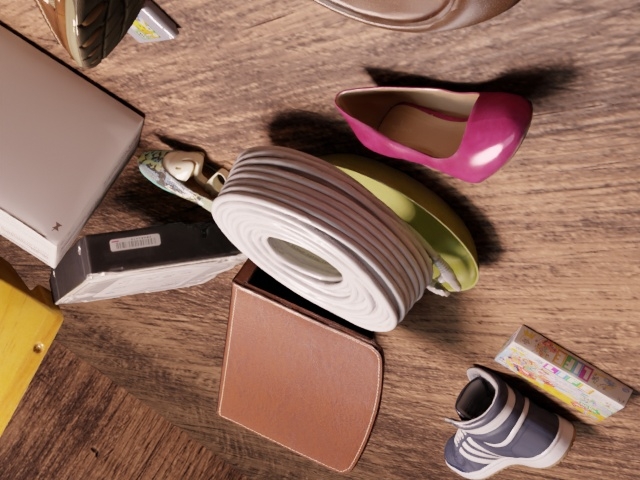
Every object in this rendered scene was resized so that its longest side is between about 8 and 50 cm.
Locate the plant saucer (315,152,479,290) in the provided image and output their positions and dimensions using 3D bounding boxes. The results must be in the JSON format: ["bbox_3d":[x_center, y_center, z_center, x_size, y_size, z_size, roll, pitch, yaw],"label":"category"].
[{"bbox_3d":[0.078,-0.027,1.558,0.241,0.037,0.241,29,161,11],"label":"plant saucer"}]

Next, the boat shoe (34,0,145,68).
[{"bbox_3d":[-0.232,-0.287,1.277,0.120,0.122,0.324,33,155,13],"label":"boat shoe"}]

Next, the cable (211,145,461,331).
[{"bbox_3d":[0.000,0.000,1.549,0.257,0.089,0.257,11,153,47],"label":"cable"}]

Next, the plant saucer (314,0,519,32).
[{"bbox_3d":[0.014,-0.253,1.051,0.310,0.050,0.310,29,161,11],"label":"plant saucer"}]

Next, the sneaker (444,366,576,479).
[{"bbox_3d":[0.221,0.259,1.970,0.153,0.099,0.282,32,156,-17],"label":"sneaker"}]

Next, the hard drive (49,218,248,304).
[{"bbox_3d":[-0.244,0.032,1.972,0.237,0.064,0.339,-8,175,-21],"label":"hard drive"}]

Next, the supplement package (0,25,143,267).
[{"bbox_3d":[-0.392,-0.128,1.788,0.262,0.204,0.145,33,164,-4],"label":"supplement package"}]

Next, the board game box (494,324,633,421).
[{"bbox_3d":[0.297,0.165,1.720,0.154,0.026,0.103,31,162,4],"label":"board game box"}]

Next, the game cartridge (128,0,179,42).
[{"bbox_3d":[-0.191,-0.235,1.486,0.056,0.017,0.083,46,157,-28],"label":"game cartridge"}]

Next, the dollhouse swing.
[{"bbox_3d":[-0.618,0.096,2.092,0.347,0.315,0.305,34,164,-29],"label":"dollhouse swing"}]

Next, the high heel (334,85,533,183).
[{"bbox_3d":[0.097,-0.111,1.238,0.117,0.082,0.244,26,177,-16],"label":"high heel"}]

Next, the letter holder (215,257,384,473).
[{"bbox_3d":[0.003,0.136,1.792,0.214,0.152,0.302,25,142,12],"label":"letter holder"}]

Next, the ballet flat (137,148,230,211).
[{"bbox_3d":[-0.144,-0.078,1.772,0.188,0.070,0.070,28,162,5],"label":"ballet flat"}]
